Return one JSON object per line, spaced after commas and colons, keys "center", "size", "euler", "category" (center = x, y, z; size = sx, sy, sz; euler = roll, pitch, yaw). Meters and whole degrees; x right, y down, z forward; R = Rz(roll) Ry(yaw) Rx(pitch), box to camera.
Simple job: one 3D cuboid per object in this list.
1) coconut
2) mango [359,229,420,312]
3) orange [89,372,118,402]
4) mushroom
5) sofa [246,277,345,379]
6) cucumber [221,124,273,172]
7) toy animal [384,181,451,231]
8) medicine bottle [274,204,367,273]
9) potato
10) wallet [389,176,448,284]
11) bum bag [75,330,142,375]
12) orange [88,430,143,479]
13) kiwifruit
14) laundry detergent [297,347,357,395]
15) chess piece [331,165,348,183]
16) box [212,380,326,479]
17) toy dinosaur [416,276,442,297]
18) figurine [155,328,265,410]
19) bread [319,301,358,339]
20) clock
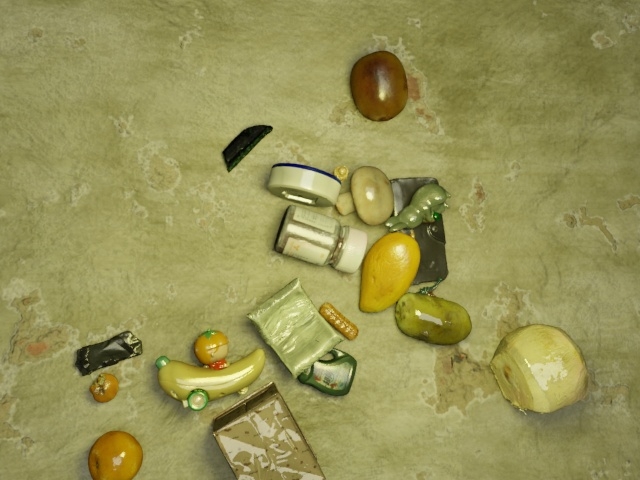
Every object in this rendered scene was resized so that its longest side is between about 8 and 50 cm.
{"center": [0.731, 0.414, 1.719], "size": [0.255, 0.297, 0.297], "euler": [-18, 86, -12], "category": "coconut"}
{"center": [0.223, 0.102, 1.728], "size": [0.177, 0.119, 0.316], "euler": [25, 95, 7], "category": "mango"}
{"center": [-0.642, 0.440, 1.552], "size": [0.086, 0.062, 0.086], "euler": [1, 85, -13], "category": "orange"}
{"center": [0.142, -0.143, 1.740], "size": [0.204, 0.204, 0.204], "euler": [2, 82, -11], "category": "mushroom"}
{"center": [-0.074, 0.270, 1.601], "size": [0.210, 0.176, 0.225], "euler": [-35, 65, -12], "category": "sofa"}
{"center": [-0.254, -0.329, 1.745], "size": [0.070, 0.046, 0.220], "euler": [42, 77, 5], "category": "cucumber"}
{"center": [0.322, -0.097, 1.757], "size": [0.236, 0.108, 0.138], "euler": [-32, 60, 2], "category": "toy animal"}
{"center": [0.000, 0.000, 1.689], "size": [0.274, 0.165, 0.165], "euler": [20, 79, -9], "category": "medicine bottle"}
{"center": [0.384, 0.277, 1.732], "size": [0.272, 0.111, 0.160], "euler": [16, 101, -13], "category": "potato"}
{"center": [0.338, -0.032, 1.820], "size": [0.197, 0.051, 0.377], "euler": [-3, 85, -11], "category": "wallet"}
{"center": [-0.639, 0.338, 1.573], "size": [0.198, 0.049, 0.087], "euler": [-20, 92, -14], "category": "bum bag"}
{"center": [-0.584, 0.627, 1.499], "size": [0.136, 0.159, 0.158], "euler": [7, 78, -55], "category": "orange"}
{"center": [0.203, -0.522, 1.788], "size": [0.196, 0.196, 0.233], "euler": [-14, 85, -13], "category": "kiwifruit"}
{"center": [-0.002, 0.407, 1.680], "size": [0.222, 0.078, 0.144], "euler": [20, 77, -6], "category": "laundry detergent"}
{"center": [0.057, -0.207, 1.723], "size": [0.060, 0.172, 0.060], "euler": [2, 80, -10], "category": "chess piece"}
{"center": [-0.158, 0.617, 1.562], "size": [0.225, 0.190, 0.297], "euler": [-29, 88, -12], "category": "box"}
{"center": [0.360, 0.183, 1.785], "size": [0.055, 0.049, 0.154], "euler": [43, 95, -11], "category": "toy dinosaur"}
{"center": [-0.330, 0.383, 1.597], "size": [0.325, 0.124, 0.222], "euler": [-14, 82, -16], "category": "figurine"}
{"center": [0.062, 0.267, 1.725], "size": [0.157, 0.044, 0.052], "euler": [41, 71, -4], "category": "bread"}
{"center": [-0.053, -0.172, 1.666], "size": [0.231, 0.230, 0.083], "euler": [17, 80, -9], "category": "clock"}
